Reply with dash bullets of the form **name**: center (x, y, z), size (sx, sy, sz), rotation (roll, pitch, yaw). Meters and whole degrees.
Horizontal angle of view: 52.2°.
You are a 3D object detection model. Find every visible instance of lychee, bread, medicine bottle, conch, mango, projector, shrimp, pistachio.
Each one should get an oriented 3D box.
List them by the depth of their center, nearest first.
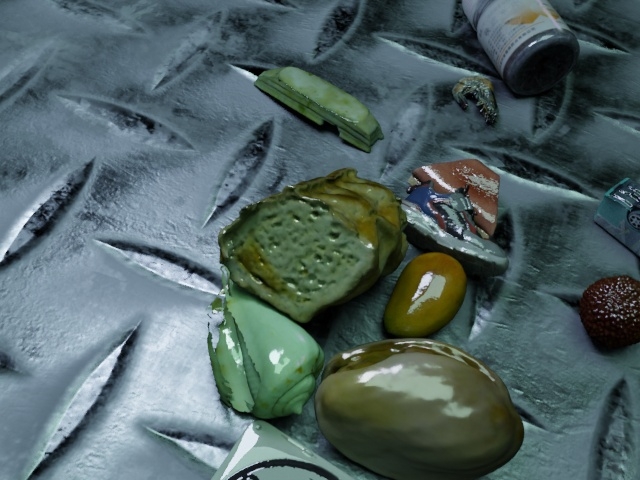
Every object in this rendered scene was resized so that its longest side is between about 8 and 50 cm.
- **projector**: center (-0.048, 0.396, 0.815), size (0.257, 0.079, 0.259), rotation (29, 58, 12)
- **pistachio**: center (0.135, 0.238, 0.912), size (0.287, 0.197, 0.166), rotation (7, 11, 11)
- **conch**: center (-0.101, 0.161, 0.949), size (0.250, 0.144, 0.137), rotation (30, 40, 32)
- **bread**: center (0.005, -0.003, 0.984), size (0.238, 0.196, 0.252), rotation (28, 19, 8)
- **lychee**: center (0.481, 0.115, 1.053), size (0.123, 0.129, 0.123), rotation (0, 88, 12)
- **mango**: center (0.172, 0.092, 1.053), size (0.111, 0.089, 0.163), rotation (17, 64, 19)
- **bread**: center (0.268, -0.086, 1.198), size (0.119, 0.067, 0.192), rotation (-37, 66, -17)
- **shrimp**: center (0.329, -0.293, 1.377), size (0.091, 0.034, 0.161), rotation (-9, 49, 1)
- **medicine bottle**: center (0.428, -0.463, 1.424), size (0.165, 0.165, 0.273), rotation (-11, 58, -14)

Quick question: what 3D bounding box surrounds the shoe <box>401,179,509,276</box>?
- **shoe**: center (0.232, -0.030, 1.123), size (0.227, 0.099, 0.126), rotation (31, 73, 19)

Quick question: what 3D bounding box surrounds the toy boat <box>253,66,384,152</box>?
- **toy boat**: center (-0.006, -0.277, 1.306), size (0.293, 0.055, 0.093), rotation (32, 55, 15)

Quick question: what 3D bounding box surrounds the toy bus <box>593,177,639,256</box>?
- **toy bus**: center (0.618, -0.001, 1.158), size (0.091, 0.109, 0.262), rotation (-31, 62, -23)
